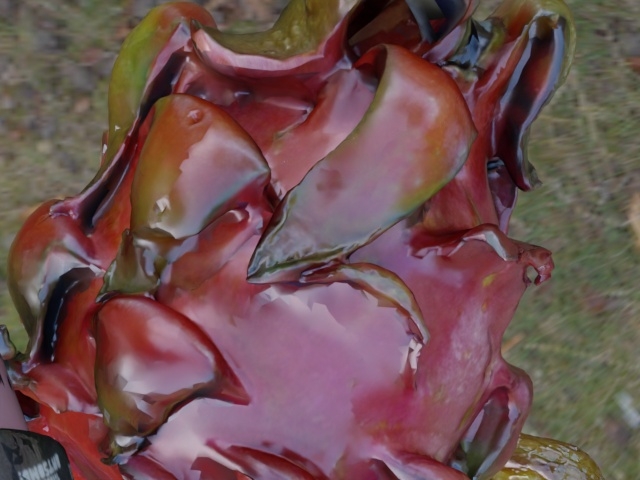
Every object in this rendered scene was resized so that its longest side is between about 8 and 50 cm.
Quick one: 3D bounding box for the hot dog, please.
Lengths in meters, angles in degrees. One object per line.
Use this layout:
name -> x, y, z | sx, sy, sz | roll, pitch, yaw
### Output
hot dog -> 0.131, 0.180, 1.354 | 0.147, 0.065, 0.099 | 10, 98, 35

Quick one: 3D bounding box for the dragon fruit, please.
dragon fruit -> -0.006, 0.013, 0.799 | 0.227, 0.243, 0.307 | 23, 142, 2

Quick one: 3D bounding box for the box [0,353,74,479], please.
box -> -0.157, 0.048, 0.570 | 0.151, 0.151, 0.135 | -25, 70, 20
